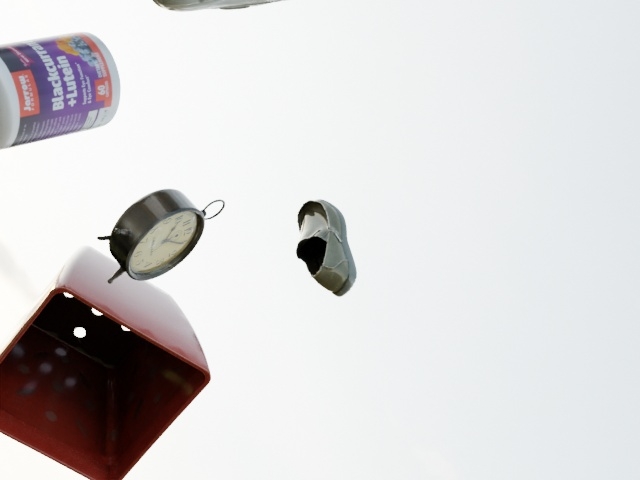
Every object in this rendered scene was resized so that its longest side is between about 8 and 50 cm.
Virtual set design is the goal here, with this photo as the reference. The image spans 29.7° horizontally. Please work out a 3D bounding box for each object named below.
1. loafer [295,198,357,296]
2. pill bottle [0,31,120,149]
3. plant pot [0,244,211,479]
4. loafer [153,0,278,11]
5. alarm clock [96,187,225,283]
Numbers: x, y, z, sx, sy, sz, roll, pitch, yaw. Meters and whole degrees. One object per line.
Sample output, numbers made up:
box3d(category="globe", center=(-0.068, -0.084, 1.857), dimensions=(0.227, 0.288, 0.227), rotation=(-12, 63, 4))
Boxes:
box3d(category="loafer", center=(0.000, 0.000, 2.335), dimensions=(0.094, 0.087, 0.251), rotation=(-51, -143, 23))
box3d(category="pill bottle", center=(-0.316, -0.154, 1.265), dimensions=(0.108, 0.193, 0.108), rotation=(19, -62, 41))
box3d(category="plant pot", center=(-0.347, 0.164, 1.850), dimensions=(0.267, 0.267, 0.235), rotation=(34, 22, -21))
box3d(category="loafer", center=(-0.089, -0.381, 1.673), dimensions=(0.111, 0.319, 0.112), rotation=(17, -63, 64))
box3d(category="alarm clock", center=(-0.209, -0.017, 1.642), dimensions=(0.064, 0.192, 0.129), rotation=(48, -38, 26))
